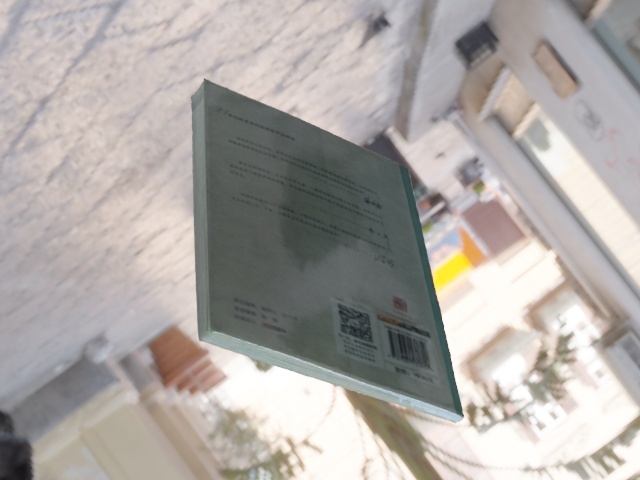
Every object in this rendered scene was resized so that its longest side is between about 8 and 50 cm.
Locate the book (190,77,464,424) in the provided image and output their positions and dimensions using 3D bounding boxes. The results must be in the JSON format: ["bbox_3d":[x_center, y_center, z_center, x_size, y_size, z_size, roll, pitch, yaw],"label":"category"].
[{"bbox_3d":[0.000,0.000,0.827,0.025,0.215,0.283,-53,-153,33],"label":"book"}]
